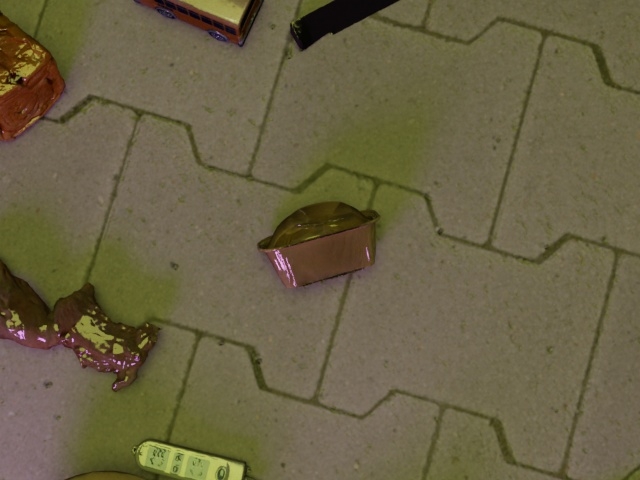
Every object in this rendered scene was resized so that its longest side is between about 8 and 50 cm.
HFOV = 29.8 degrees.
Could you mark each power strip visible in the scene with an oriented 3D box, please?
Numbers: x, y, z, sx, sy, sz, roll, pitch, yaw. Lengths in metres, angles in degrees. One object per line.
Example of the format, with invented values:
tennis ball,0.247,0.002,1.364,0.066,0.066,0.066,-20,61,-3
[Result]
power strip,-0.174,0.318,1.686,0.191,0.030,0.047,14,84,2

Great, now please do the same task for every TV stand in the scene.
TV stand,0.075,-0.359,1.765,0.256,0.049,0.040,-28,85,-4

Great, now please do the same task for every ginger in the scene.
ginger,-0.372,0.106,1.685,0.290,0.084,0.122,24,90,3

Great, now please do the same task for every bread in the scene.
bread,-0.459,-0.236,1.695,0.143,0.158,0.149,44,86,10

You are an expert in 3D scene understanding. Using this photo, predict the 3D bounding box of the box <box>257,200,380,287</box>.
box,0.000,0.000,1.694,0.177,0.111,0.111,-15,83,-3

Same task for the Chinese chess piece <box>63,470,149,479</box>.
Chinese chess piece,-0.282,0.433,1.575,0.273,0.102,0.273,13,48,-15

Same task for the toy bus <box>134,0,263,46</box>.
toy bus,-0.182,-0.361,1.735,0.182,0.103,0.091,23,83,3
